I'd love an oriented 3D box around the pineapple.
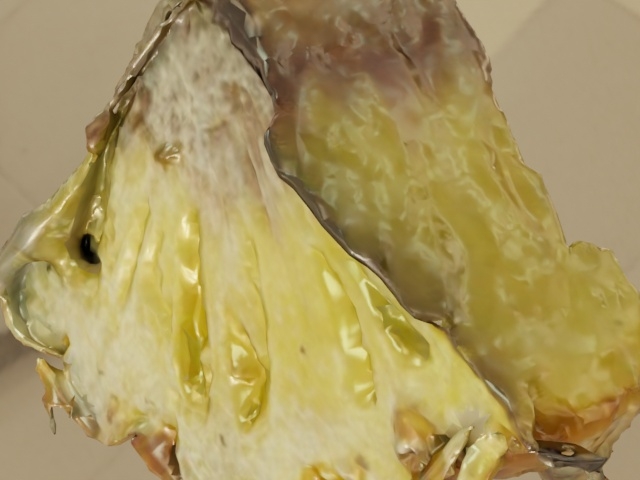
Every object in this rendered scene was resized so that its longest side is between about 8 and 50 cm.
[{"bbox_3d":[0.000,0.000,0.515,0.236,0.186,0.114,8,27,45],"label":"pineapple"}]
